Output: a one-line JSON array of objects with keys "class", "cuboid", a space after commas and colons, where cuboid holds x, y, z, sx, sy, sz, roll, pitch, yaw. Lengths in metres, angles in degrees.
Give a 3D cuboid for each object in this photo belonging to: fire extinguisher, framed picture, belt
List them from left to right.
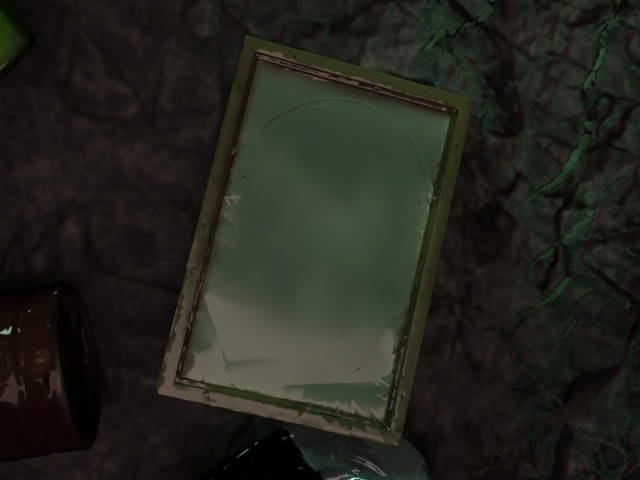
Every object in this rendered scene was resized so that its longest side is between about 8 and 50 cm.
[{"class": "fire extinguisher", "cuboid": [-0.261, 0.089, 0.487, 0.269, 0.105, 0.104, -9, 103, -3]}, {"class": "belt", "cuboid": [-0.013, 0.186, 0.505, 0.151, 0.078, 0.198, 41, 64, -1]}, {"class": "framed picture", "cuboid": [0.000, 0.000, 0.507, 0.136, 0.010, 0.200, 14, 83, -8]}]

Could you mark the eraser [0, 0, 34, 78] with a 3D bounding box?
[{"class": "eraser", "cuboid": [-0.298, -0.126, 0.444, 0.210, 0.092, 0.274, -44, 101, 5]}]
